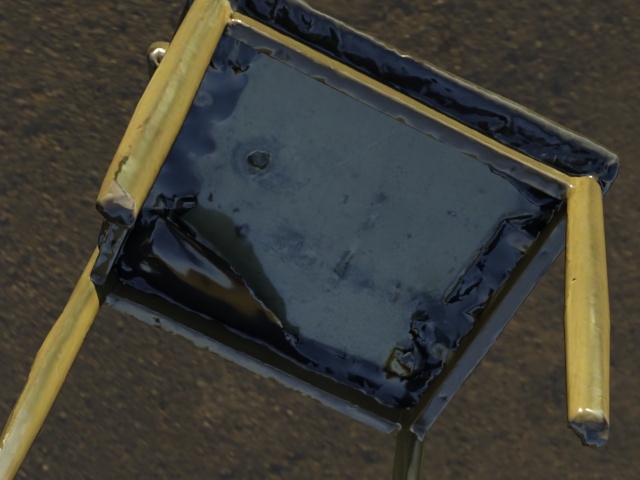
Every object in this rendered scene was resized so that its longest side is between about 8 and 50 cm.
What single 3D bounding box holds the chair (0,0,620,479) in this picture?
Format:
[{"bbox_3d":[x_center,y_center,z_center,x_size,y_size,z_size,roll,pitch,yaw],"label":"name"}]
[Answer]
[{"bbox_3d":[0.000,0.000,0.535,0.188,0.272,0.166,25,123,-7],"label":"chair"}]
